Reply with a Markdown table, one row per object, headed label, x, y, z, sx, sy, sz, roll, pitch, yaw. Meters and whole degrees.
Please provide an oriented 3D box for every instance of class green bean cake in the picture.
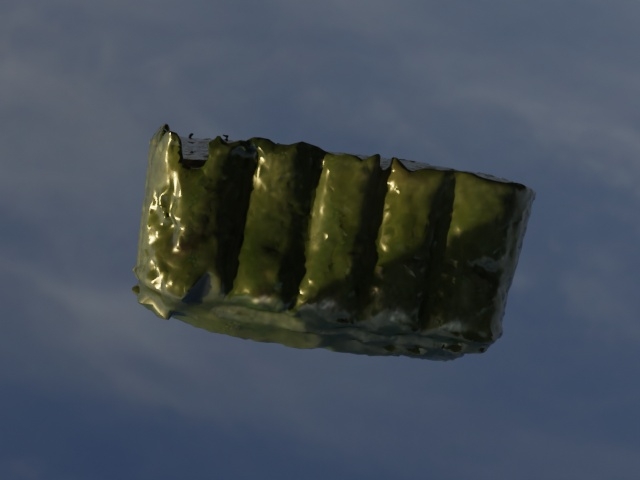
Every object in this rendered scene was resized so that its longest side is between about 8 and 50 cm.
| label | x | y | z | sx | sy | sz | roll | pitch | yaw |
| --- | --- | --- | --- | --- | --- | --- | --- | --- | --- |
| green bean cake | 0.000 | 0.000 | 0.767 | 0.181 | 0.094 | 0.173 | 9 | -176 | -8 |
